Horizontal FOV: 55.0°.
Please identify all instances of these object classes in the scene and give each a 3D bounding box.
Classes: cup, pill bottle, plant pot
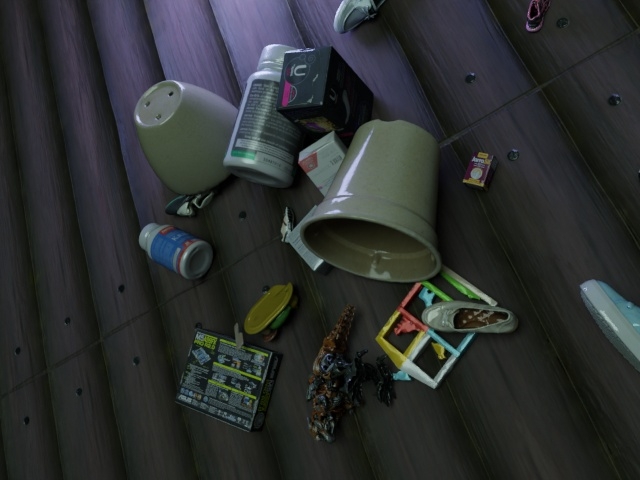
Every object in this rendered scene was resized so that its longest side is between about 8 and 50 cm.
[{"bbox_3d":[-0.413,-0.337,1.830,0.331,0.237,0.331,-12,59,21],"label":"cup"},{"bbox_3d":[-0.439,0.025,1.844,0.221,0.124,0.124,23,88,30],"label":"pill bottle"},{"bbox_3d":[0.152,-0.107,1.466,0.334,0.334,0.305,4,64,29],"label":"plant pot"},{"bbox_3d":[-0.130,-0.347,1.734,0.204,0.204,0.361,12,82,30],"label":"pill bottle"}]

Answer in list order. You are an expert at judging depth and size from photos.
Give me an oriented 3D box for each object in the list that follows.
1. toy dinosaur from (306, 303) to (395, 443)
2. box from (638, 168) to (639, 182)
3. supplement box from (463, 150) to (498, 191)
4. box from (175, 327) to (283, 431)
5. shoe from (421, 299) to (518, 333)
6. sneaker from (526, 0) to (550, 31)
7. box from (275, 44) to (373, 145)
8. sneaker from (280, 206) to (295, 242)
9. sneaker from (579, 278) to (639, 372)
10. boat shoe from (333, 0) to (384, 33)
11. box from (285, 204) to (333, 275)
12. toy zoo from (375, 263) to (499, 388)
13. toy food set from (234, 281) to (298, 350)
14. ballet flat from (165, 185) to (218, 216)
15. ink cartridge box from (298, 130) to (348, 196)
[{"bbox_3d":[0.043,0.326,1.495,0.218,0.164,0.322,-2,96,47],"label":"toy dinosaur"},{"bbox_3d":[0.848,-0.224,1.247,0.322,0.079,0.257,12,84,30],"label":"box"},{"bbox_3d":[0.390,-0.168,1.497,0.055,0.043,0.083,17,84,32],"label":"supplement box"},{"bbox_3d":[-0.253,0.377,1.685,0.270,0.060,0.216,11,81,30],"label":"box"},{"bbox_3d":[0.330,0.171,1.390,0.219,0.058,0.076,-1,75,28],"label":"shoe"},{"bbox_3d":[0.537,-0.583,1.525,0.047,0.057,0.119,9,79,32],"label":"sneaker"},{"bbox_3d":[0.017,-0.369,1.621,0.143,0.270,0.165,2,77,28],"label":"box"},{"bbox_3d":[-0.095,-0.044,1.727,0.043,0.040,0.109,-18,65,31],"label":"sneaker"},{"bbox_3d":[0.677,0.197,1.202,0.150,0.135,0.366,-40,70,5],"label":"sneaker"},{"bbox_3d":[0.132,-0.679,1.757,0.227,0.079,0.081,-49,55,5],"label":"boat shoe"},{"bbox_3d":[0.000,0.000,1.644,0.126,0.072,0.137,-47,61,10],"label":"box"},{"bbox_3d":[0.262,0.214,1.468,0.192,0.030,0.293,39,96,31],"label":"toy zoo"},{"bbox_3d":[-0.135,0.211,1.667,0.218,0.071,0.128,-45,27,4],"label":"toy food set"},{"bbox_3d":[-0.393,-0.119,1.893,0.203,0.074,0.074,-32,63,15],"label":"ballet flat"},{"bbox_3d":[0.044,-0.176,1.635,0.115,0.198,0.067,-29,28,19],"label":"ink cartridge box"}]
